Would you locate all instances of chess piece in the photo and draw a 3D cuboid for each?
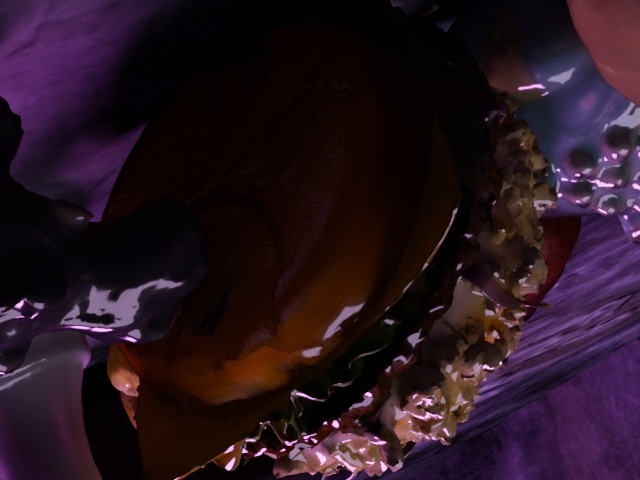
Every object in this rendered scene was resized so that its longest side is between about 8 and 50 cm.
[{"bbox_3d":[-0.137,0.134,1.019,0.139,0.272,0.139,-27,166,-7],"label":"chess piece"}]

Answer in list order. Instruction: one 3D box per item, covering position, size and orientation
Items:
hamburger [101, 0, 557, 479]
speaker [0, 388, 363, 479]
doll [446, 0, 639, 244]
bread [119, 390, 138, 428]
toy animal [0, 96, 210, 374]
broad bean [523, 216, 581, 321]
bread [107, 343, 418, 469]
[{"bbox_3d":[0.000,0.000,0.916,0.243,0.262,0.138,-39,133,23],"label":"hamburger"},{"bbox_3d":[-0.127,0.166,1.436,0.388,0.180,0.184,-20,158,-41],"label":"speaker"},{"bbox_3d":[0.181,-0.113,0.986,0.177,0.161,0.260,3,155,-27],"label":"doll"},{"bbox_3d":[-0.094,0.101,1.381,0.110,0.110,0.024,-23,-173,-25],"label":"bread"},{"bbox_3d":[-0.195,0.030,0.735,0.343,0.168,0.106,-37,174,-41],"label":"toy animal"},{"bbox_3d":[0.123,-0.001,1.418,0.156,0.122,0.228,-54,175,-4],"label":"broad bean"},{"bbox_3d":[-0.016,0.041,1.105,0.197,0.170,0.197,-50,-168,14],"label":"bread"}]
